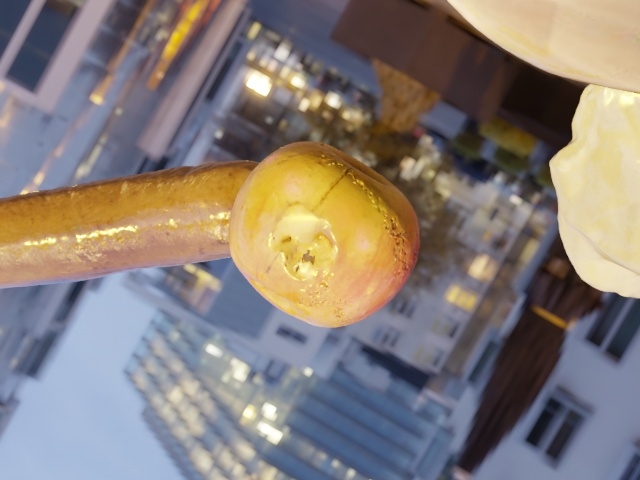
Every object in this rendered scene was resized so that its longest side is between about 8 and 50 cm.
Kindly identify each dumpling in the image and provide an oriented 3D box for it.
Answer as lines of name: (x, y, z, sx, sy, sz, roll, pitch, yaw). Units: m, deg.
dumpling: (0.255, -0.042, 1.136, 0.250, 0.162, 0.132, 67, -167, -46)

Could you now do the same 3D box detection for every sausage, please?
sausage: (-0.271, -0.014, 1.882, 0.500, 0.123, 0.136, -8, -169, 13)

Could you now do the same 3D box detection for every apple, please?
apple: (0.000, 0.000, 1.132, 0.146, 0.146, 0.146, 29, -175, -3)

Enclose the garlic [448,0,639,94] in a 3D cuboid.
garlic: (0.216, -0.219, 0.913, 0.325, 0.279, 0.132, 21, 154, -5)
